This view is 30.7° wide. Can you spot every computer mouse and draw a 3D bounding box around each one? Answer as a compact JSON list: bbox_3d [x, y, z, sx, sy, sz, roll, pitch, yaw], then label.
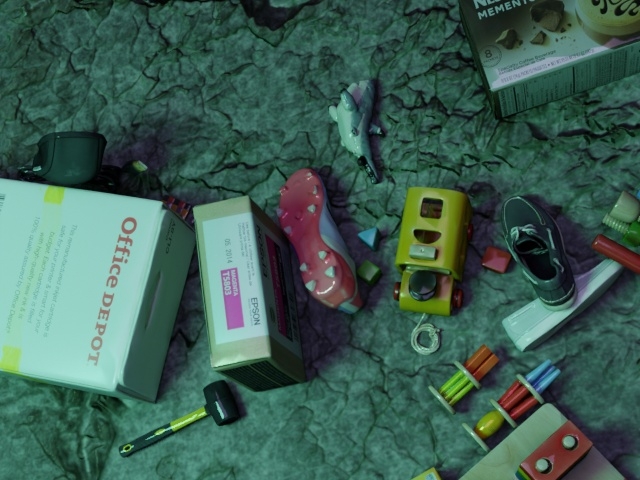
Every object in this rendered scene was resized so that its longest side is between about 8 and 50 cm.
[{"bbox_3d":[-0.337,-0.102,1.716,0.184,0.262,0.060,1,81,-25],"label":"computer mouse"}]

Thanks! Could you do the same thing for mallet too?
[{"bbox_3d":[-0.211,0.258,1.693,0.190,0.039,0.062,-20,71,11],"label":"mallet"}]

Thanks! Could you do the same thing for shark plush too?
[{"bbox_3d":[0.067,-0.166,1.745,0.067,0.073,0.161,-8,64,-21],"label":"shark plush"}]

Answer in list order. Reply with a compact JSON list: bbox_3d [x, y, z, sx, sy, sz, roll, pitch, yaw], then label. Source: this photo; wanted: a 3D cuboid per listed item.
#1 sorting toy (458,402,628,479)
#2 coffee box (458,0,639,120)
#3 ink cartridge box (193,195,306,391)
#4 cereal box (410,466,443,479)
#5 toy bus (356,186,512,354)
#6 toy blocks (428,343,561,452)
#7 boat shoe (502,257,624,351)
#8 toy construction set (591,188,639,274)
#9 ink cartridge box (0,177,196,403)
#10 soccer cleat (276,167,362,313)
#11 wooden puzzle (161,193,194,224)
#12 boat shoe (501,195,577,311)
[{"bbox_3d":[0.292,0.370,1.475,0.255,0.089,0.257,-38,70,-14],"label":"sorting toy"},{"bbox_3d":[0.363,-0.310,1.679,0.297,0.119,0.168,-18,71,8],"label":"coffee box"},{"bbox_3d":[-0.096,0.079,1.633,0.088,0.193,0.234,-12,72,10],"label":"ink cartridge box"},{"bbox_3d":[0.093,0.437,1.555,0.240,0.047,0.173,-31,67,3],"label":"cereal box"},{"bbox_3d":[0.152,0.023,1.637,0.191,0.104,0.202,-38,68,1],"label":"toy bus"},{"bbox_3d":[0.240,0.195,1.591,0.148,0.054,0.123,-42,69,-1],"label":"toy blocks"},{"bbox_3d":[0.331,0.077,1.605,0.184,0.066,0.063,-41,69,9],"label":"boat shoe"},{"bbox_3d":[0.536,-0.067,1.532,0.237,0.257,0.309,30,103,8],"label":"toy construction set"},{"bbox_3d":[-0.408,0.069,1.727,0.385,0.160,0.279,9,77,16],"label":"ink cartridge box"},{"bbox_3d":[0.000,0.000,1.697,0.083,0.095,0.248,-32,46,16],"label":"soccer cleat"},{"bbox_3d":[-0.229,-0.041,1.800,0.083,0.006,0.049,22,80,18],"label":"wooden puzzle"},{"bbox_3d":[0.295,0.002,1.601,0.075,0.065,0.206,-26,47,10],"label":"boat shoe"}]
